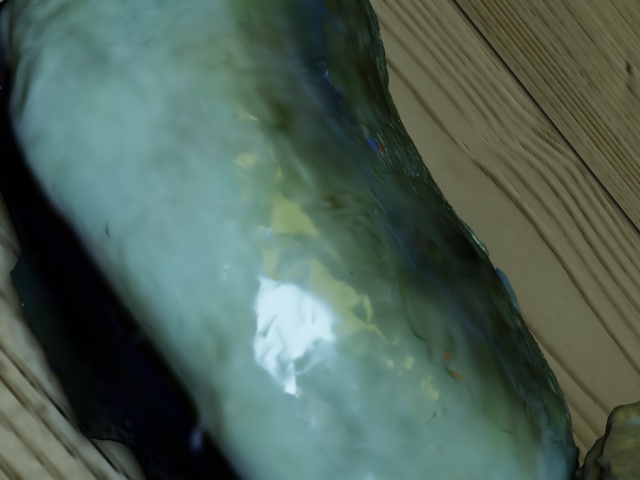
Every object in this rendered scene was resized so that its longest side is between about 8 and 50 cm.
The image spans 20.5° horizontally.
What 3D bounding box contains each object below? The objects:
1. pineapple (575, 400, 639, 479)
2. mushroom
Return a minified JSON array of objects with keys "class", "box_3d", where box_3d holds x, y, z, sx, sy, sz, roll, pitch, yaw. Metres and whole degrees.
[{"class":"pineapple","box_3d":[0.154,0.173,0.708,0.119,0.237,0.111,-26,41,-29]},{"class":"mushroom","box_3d":[0.001,-0.002,0.720,0.247,0.130,0.344,-3,66,-43]}]
